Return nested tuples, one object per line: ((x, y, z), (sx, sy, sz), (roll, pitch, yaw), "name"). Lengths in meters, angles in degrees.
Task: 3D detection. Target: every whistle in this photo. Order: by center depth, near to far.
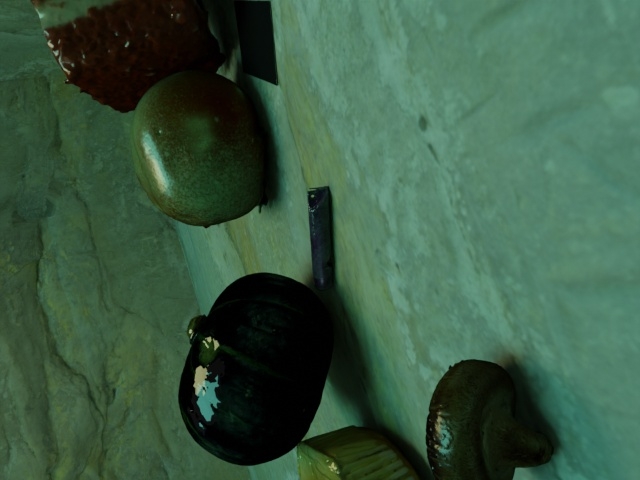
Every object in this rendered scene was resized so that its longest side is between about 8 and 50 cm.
((0.000, 0.000, 0.746), (0.033, 0.033, 0.177), (43, 142, 54), "whistle")

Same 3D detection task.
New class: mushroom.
((0.138, 0.168, 0.424), (0.085, 0.109, 0.126), (174, 97, -73), "mushroom")

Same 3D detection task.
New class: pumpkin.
((-0.116, 0.199, 0.805), (0.315, 0.238, 0.315), (-157, 90, -84), "pumpkin")

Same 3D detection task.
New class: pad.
((-0.115, -0.349, 0.841), (0.190, 0.004, 0.127), (42, 142, 53), "pad")

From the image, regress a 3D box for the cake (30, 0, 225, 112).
((-0.367, -0.454, 0.909), (0.269, 0.270, 0.320), (173, 75, -89), "cake")

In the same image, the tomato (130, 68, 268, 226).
((-0.246, -0.171, 0.957), (0.303, 0.239, 0.304), (169, 90, -67), "tomato")

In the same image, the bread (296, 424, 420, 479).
((0.062, 0.372, 0.702), (0.250, 0.133, 0.179), (-26, 79, 67), "bread")

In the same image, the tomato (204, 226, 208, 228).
((-0.394, -0.123, 1.575), (0.159, 0.091, 0.139), (54, 177, -23), "tomato")
